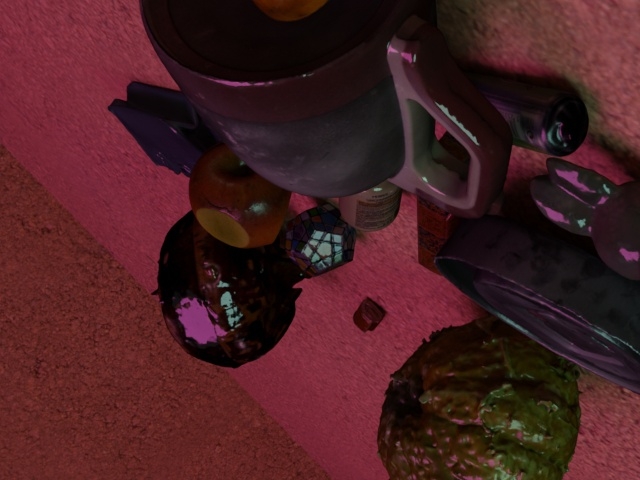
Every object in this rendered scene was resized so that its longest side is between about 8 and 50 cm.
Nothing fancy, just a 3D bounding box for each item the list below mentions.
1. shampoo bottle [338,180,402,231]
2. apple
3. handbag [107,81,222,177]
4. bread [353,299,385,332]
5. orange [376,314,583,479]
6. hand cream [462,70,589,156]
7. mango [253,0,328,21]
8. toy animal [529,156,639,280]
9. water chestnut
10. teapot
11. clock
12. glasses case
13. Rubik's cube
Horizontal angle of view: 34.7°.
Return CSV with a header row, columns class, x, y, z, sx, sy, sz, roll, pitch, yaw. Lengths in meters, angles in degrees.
class,x,y,z,sx,sy,sz,roll,pitch,yaw
shampoo bottle,0.061,-0.075,1.223,0.079,0.079,0.162,36,162,15
apple,-0.107,-0.067,1.482,0.163,0.146,0.147,18,148,18
handbag,-0.233,-0.164,1.650,0.229,0.062,0.179,21,154,48
bread,0.080,0.131,1.750,0.047,0.036,0.083,42,161,7
orange,0.196,0.242,1.324,0.223,0.300,0.301,28,-173,-15
hand cream,0.162,-0.126,0.959,0.235,0.055,0.086,28,156,56
mango,-0.044,-0.311,0.730,0.177,0.120,0.295,-21,101,39
toy animal,0.303,0.002,0.885,0.251,0.127,0.125,44,-173,24
water chestnut,-0.128,0.059,1.709,0.300,0.300,0.300,36,162,14
teapot,0.032,-0.137,0.915,0.315,0.233,0.312,31,167,25
clock,0.263,0.074,1.071,0.312,0.061,0.312,31,174,4
glasses case,0.147,-0.038,1.141,0.049,0.075,0.218,31,160,20
Rubik's cube,0.000,0.000,1.506,0.093,0.111,0.111,5,148,21
